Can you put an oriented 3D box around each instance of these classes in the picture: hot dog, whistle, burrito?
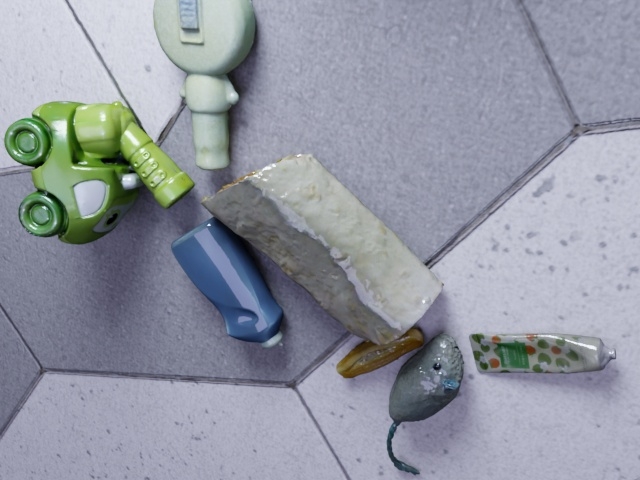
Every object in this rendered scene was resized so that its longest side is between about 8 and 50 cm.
[{"bbox_3d":[0.077,0.148,0.771,0.044,0.028,0.137,38,127,-26],"label":"hot dog"},{"bbox_3d":[-0.140,-0.212,0.695,0.125,0.067,0.258,11,117,20],"label":"whistle"},{"bbox_3d":[-0.002,0.002,0.703,0.299,0.105,0.143,42,125,1],"label":"burrito"}]

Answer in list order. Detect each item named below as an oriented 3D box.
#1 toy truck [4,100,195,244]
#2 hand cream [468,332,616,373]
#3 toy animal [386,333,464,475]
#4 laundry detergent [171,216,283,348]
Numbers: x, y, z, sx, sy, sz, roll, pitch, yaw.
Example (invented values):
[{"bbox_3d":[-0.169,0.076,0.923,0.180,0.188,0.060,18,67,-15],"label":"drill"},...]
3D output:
[{"bbox_3d":[-0.297,-0.105,0.771,0.210,0.148,0.187,-23,98,8],"label":"toy truck"},{"bbox_3d":[0.263,0.136,0.689,0.165,0.037,0.057,-7,108,32],"label":"hand cream"},{"bbox_3d":[0.124,0.230,0.763,0.079,0.070,0.253,27,121,21],"label":"toy animal"},{"bbox_3d":[-0.117,0.068,0.804,0.096,0.061,0.206,-30,98,22],"label":"laundry detergent"}]
